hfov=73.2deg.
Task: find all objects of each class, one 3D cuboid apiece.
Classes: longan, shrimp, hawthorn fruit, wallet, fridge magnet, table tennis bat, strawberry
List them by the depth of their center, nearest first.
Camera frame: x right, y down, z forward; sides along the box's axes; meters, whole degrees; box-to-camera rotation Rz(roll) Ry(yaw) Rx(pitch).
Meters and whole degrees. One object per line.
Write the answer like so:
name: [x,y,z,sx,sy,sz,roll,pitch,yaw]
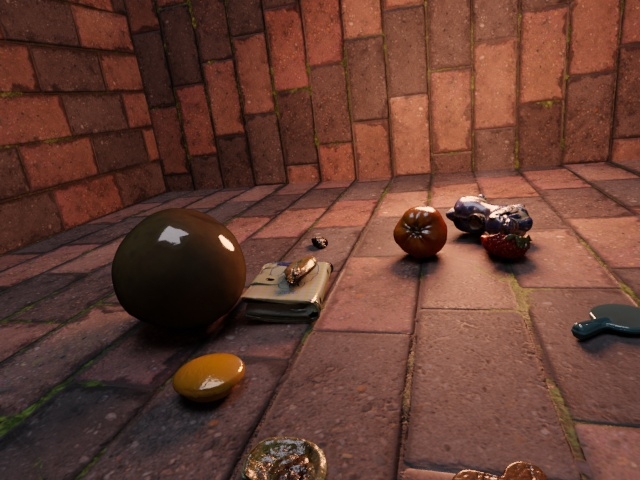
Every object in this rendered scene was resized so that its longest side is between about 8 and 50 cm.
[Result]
fridge magnet: [-0.222,0.274,0.866,0.143,0.062,0.143,-5,17,2]
table tennis bat: [0.618,0.172,0.916,0.201,0.033,0.124,-10,16,-18]
longan: [-0.365,0.075,1.144,0.362,0.360,0.361,-6,18,2]
shrimp: [-0.064,0.087,1.217,0.102,0.042,0.190,-17,12,15]
wallet: [-0.087,0.133,1.232,0.224,0.077,0.309,-1,16,7]
strawberry: [0.566,0.014,1.346,0.147,0.082,0.187,12,-1,-12]
hawthorn fruit: [0.332,-0.028,1.426,0.190,0.189,0.189,-6,18,2]

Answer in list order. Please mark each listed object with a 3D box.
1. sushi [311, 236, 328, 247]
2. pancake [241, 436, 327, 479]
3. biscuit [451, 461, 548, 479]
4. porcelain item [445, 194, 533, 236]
sushi: [0.000,0.000,1.660,0.046,0.044,0.083,-15,21,-20]
pancake: [-0.052,0.343,0.656,0.130,0.022,0.116,4,20,18]
biscuit: [0.276,0.341,0.507,0.237,0.039,0.180,-1,17,17]
porcelain item: [0.576,-0.071,1.502,0.186,0.137,0.288,-15,24,-38]
